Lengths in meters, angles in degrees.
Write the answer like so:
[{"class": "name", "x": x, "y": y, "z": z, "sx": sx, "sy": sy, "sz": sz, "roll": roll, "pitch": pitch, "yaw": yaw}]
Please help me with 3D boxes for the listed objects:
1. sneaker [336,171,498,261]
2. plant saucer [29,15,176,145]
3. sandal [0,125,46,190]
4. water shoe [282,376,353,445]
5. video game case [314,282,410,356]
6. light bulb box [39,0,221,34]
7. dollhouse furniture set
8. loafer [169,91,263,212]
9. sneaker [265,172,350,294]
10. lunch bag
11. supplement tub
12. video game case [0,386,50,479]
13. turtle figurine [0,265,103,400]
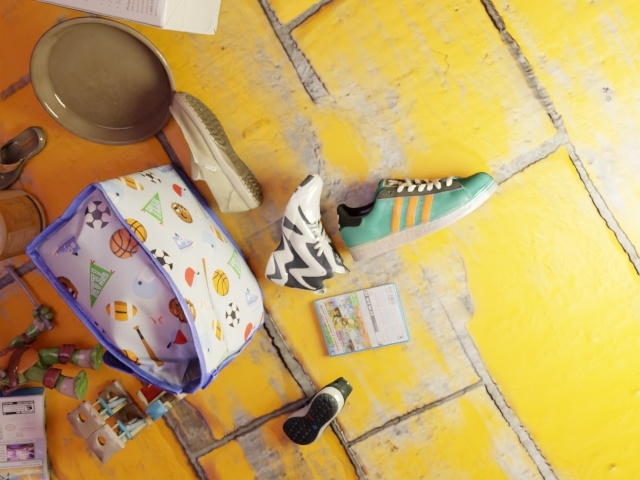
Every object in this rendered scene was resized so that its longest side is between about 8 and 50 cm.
[{"class": "sneaker", "x": 0.165, "y": -0.070, "z": 1.389, "sx": 0.302, "sy": 0.108, "sz": 0.121, "roll": -25, "pitch": 97, "yaw": 19}, {"class": "plant saucer", "x": -0.415, "y": -0.306, "z": 1.475, "sx": 0.278, "sy": 0.041, "sz": 0.277, "roll": 1, "pitch": 131, "yaw": 1}, {"class": "sandal", "x": -0.654, "y": -0.176, "z": 1.620, "sx": 0.180, "sy": 0.049, "sz": 0.072, "roll": -38, "pitch": 89, "yaw": 18}, {"class": "water shoe", "x": 0.000, "y": 0.345, "z": 1.532, "sx": 0.073, "sy": 0.080, "sz": 0.203, "roll": 48, "pitch": 133, "yaw": 6}, {"class": "video game case", "x": 0.081, "y": 0.157, "z": 1.502, "sx": 0.166, "sy": 0.015, "sz": 0.119, "roll": -14, "pitch": 97, "yaw": 17}, {"class": "light bulb box", "x": -0.365, "y": -0.584, "z": 1.375, "sx": 0.361, "sy": 0.225, "sz": 0.357, "roll": 16, "pitch": 104, "yaw": 13}, {"class": "dollhouse furniture set", "x": -0.404, "y": 0.344, "z": 1.606, "sx": 0.184, "sy": 0.129, "sz": 0.129, "roll": -41, "pitch": 88, "yaw": 19}, {"class": "loafer", "x": -0.216, "y": -0.161, "z": 1.474, "sx": 0.092, "sy": 0.102, "sz": 0.268, "roll": -31, "pitch": 95, "yaw": 16}, {"class": "sneaker", "x": 0.000, "y": 0.000, "z": 1.455, "sx": 0.153, "sy": 0.094, "sz": 0.234, "roll": 23, "pitch": 105, "yaw": 8}, {"class": "lunch bag", "x": -0.290, "y": 0.079, "z": 1.424, "sx": 0.239, "sy": 0.328, "sz": 0.385, "roll": -40, "pitch": 91, "yaw": 21}, {"class": "supplement tub", "x": -0.680, "y": -0.026, "z": 1.575, "sx": 0.145, "sy": 0.200, "sz": 0.144, "roll": 3, "pitch": 101, "yaw": 15}, {"class": "video game case", "x": -0.748, "y": 0.456, "z": 1.698, "sx": 0.270, "sy": 0.061, "sz": 0.244, "roll": -1, "pitch": 100, "yaw": -12}, {"class": "turtle figurine", "x": -0.606, "y": 0.218, "z": 1.598, "sx": 0.267, "sy": 0.198, "sz": 0.274, "roll": 12, "pitch": 93, "yaw": 2}]
